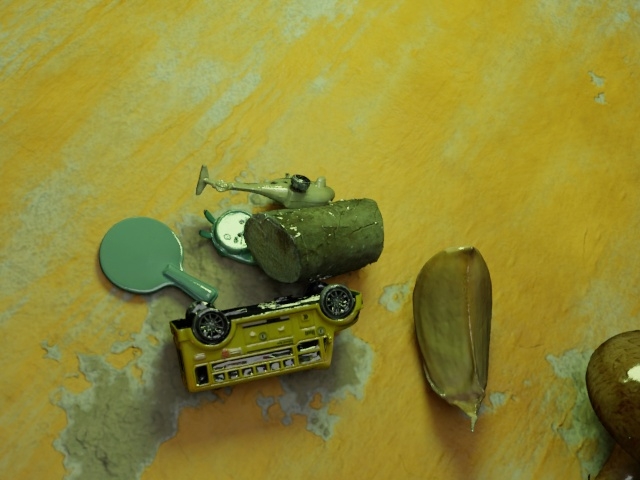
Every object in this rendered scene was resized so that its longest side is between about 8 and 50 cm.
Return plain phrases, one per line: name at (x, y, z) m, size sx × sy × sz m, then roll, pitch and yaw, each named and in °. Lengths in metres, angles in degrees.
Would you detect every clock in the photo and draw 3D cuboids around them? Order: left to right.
clock at (-0.160, -0.013, 1.643) m, size 0.135 × 0.041 × 0.101 m, roll 13°, pitch 65°, yaw -7°

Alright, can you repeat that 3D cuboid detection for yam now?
yam at (0.000, 0.000, 1.597) m, size 0.254 × 0.154 × 0.154 m, roll -7°, pitch 68°, yaw -32°

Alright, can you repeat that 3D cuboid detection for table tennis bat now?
table tennis bat at (-0.293, 0.048, 1.594) m, size 0.237 × 0.038 × 0.149 m, roll 30°, pitch 63°, yaw 6°

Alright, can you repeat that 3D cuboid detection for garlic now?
garlic at (0.241, 0.180, 1.573) m, size 0.151 × 0.196 × 0.338 m, roll 2°, pitch 74°, yaw 3°

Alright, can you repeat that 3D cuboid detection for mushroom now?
mushroom at (0.612, 0.354, 1.578) m, size 0.331 × 0.356 × 0.334 m, roll 8°, pitch 34°, yaw -15°

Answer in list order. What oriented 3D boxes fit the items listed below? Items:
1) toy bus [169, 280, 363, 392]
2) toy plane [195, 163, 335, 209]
toy bus at (-0.088, 0.164, 1.525) m, size 0.331 × 0.145 × 0.151 m, roll -9°, pitch 93°, yaw -15°
toy plane at (-0.092, -0.096, 1.647) m, size 0.286 × 0.092 × 0.108 m, roll 0°, pitch 31°, yaw -36°
